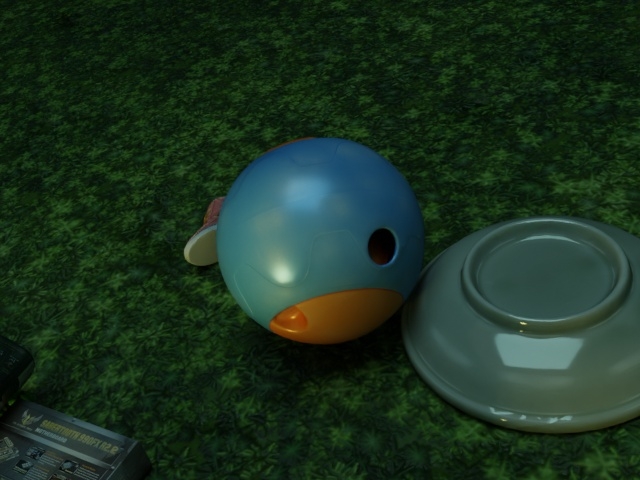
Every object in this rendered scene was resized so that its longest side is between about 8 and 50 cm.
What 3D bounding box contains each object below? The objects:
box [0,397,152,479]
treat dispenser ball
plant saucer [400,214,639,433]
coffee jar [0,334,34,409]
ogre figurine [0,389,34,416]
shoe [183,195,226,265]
[{"bbox_3d":[-0.363,0.311,1.019,0.231,0.056,0.183,10,42,29],"label":"box"},{"bbox_3d":[0.000,0.000,1.104,0.288,0.288,0.288,-9,38,7],"label":"treat dispenser ball"},{"bbox_3d":[0.302,0.070,1.070,0.400,0.100,0.400,-9,38,7],"label":"plant saucer"},{"bbox_3d":[-0.470,0.212,1.059,0.096,0.079,0.184,31,40,-5],"label":"coffee jar"},{"bbox_3d":[-0.522,0.243,1.129,0.197,0.097,0.118,-39,54,-13],"label":"ogre figurine"},{"bbox_3d":[-0.180,-0.020,1.378,0.081,0.063,0.178,22,45,40],"label":"shoe"}]
